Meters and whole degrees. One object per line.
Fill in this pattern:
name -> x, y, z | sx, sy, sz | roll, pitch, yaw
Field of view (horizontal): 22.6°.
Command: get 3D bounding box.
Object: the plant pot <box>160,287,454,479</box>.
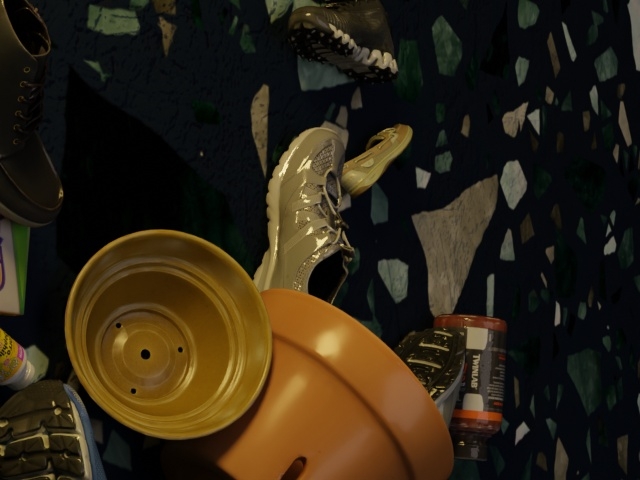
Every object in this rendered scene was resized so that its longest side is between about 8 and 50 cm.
plant pot -> -0.031, 0.226, 1.711 | 0.203, 0.291, 0.290 | -45, 128, -28

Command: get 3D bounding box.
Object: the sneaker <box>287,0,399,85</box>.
sneaker -> 0.027, -0.268, 1.978 | 0.234, 0.078, 0.106 | 17, 72, -60

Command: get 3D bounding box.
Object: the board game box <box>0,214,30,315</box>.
board game box -> -0.345, -0.003, 1.433 | 0.259, 0.039, 0.124 | 14, 78, -59

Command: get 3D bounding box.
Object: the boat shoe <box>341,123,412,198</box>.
boat shoe -> 0.069, -0.112, 2.060 | 0.048, 0.056, 0.153 | 46, 50, -6

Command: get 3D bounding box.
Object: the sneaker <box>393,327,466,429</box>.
sneaker -> 0.126, 0.237, 2.111 | 0.108, 0.100, 0.271 | 64, 42, -55

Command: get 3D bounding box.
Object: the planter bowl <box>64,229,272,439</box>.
planter bowl -> -0.165, 0.105, 1.619 | 0.217, 0.090, 0.217 | 9, 66, -22

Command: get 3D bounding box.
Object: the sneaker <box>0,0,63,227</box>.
sneaker -> -0.272, -0.113, 1.433 | 0.222, 0.118, 0.083 | 59, 26, -26

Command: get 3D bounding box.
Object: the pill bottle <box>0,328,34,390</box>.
pill bottle -> -0.302, 0.106, 1.484 | 0.083, 0.043, 0.043 | 50, 50, -45

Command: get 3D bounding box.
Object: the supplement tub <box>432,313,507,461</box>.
supplement tub -> 0.201, 0.203, 2.203 | 0.106, 0.106, 0.197 | 17, 74, -56

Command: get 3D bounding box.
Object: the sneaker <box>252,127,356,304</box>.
sneaker -> 0.000, 0.000, 1.887 | 0.105, 0.115, 0.281 | 34, 61, -52

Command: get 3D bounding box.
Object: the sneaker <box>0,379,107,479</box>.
sneaker -> -0.239, 0.287, 1.531 | 0.147, 0.130, 0.329 | -39, 126, -68
